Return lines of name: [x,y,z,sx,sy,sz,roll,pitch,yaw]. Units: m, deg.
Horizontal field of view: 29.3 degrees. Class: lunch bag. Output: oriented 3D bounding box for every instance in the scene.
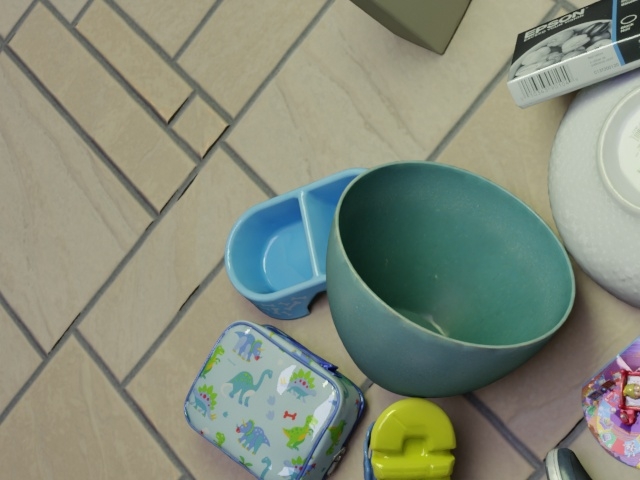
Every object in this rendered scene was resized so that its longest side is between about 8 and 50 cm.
lunch bag: [-0.059,0.214,1.604,0.219,0.090,0.176,31,95,32]

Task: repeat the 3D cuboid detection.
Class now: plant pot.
plant pot: [0.127,0.073,1.452,0.290,0.290,0.195,53,140,28]

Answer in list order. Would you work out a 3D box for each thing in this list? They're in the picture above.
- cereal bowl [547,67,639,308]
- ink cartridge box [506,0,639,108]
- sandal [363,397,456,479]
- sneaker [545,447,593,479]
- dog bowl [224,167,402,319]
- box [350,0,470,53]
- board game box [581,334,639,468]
cereal bowl: [0.410,-0.086,1.380,0.339,0.141,0.339,-7,76,28]
ink cartridge box: [0.330,-0.248,1.445,0.206,0.045,0.208,-19,24,24]
sandal: [0.104,0.334,1.475,0.126,0.138,0.317,4,95,-8]
sneaker: [0.357,0.306,1.346,0.163,0.086,0.226,-33,63,19]
dog bowl: [0.000,0.000,1.632,0.297,0.074,0.166,-20,69,25]
box: [0.087,-0.340,1.545,0.094,0.275,0.113,29,92,32]
board game box: [0.377,0.178,1.396,0.169,0.033,0.133,-45,61,14]
